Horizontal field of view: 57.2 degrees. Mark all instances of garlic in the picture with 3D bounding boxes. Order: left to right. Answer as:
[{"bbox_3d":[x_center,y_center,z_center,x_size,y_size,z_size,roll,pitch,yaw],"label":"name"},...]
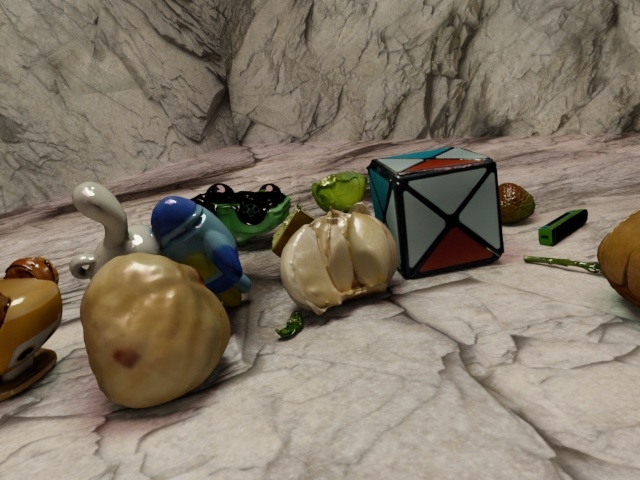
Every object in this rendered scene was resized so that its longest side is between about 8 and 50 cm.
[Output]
[{"bbox_3d":[0.032,0.031,1.243,0.281,0.203,0.184,-17,1,-18],"label":"garlic"}]

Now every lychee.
[{"bbox_3d":[0.518,-0.103,1.609,0.146,0.114,0.114,11,13,-15],"label":"lychee"}]

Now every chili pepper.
[{"bbox_3d":[-0.056,0.165,1.134,0.030,0.034,0.091,-36,3,30],"label":"chili pepper"}]

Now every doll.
[{"bbox_3d":[-0.301,0.032,1.164,0.365,0.187,0.376,-5,-25,-24],"label":"doll"}]

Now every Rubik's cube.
[{"bbox_3d":[0.267,-0.075,1.399,0.249,0.249,0.246,-10,17,-7],"label":"Rubik's cube"}]

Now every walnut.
[{"bbox_3d":[0.598,0.038,1.017,0.203,0.203,0.298,-9,7,-7],"label":"walnut"}]

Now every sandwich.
[{"bbox_3d":[0.004,0.020,1.418,0.235,0.128,0.122,34,9,-16],"label":"sandwich"}]

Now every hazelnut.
[{"bbox_3d":[-0.282,0.157,0.983,0.241,0.261,0.261,-35,11,16],"label":"hazelnut"}]

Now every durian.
[{"bbox_3d":[0.059,-0.153,1.900,0.250,0.139,0.101,-21,17,-40],"label":"durian"}]

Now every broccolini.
[{"bbox_3d":[0.536,0.053,1.252,0.218,0.042,0.044,4,-7,43],"label":"broccolini"}]

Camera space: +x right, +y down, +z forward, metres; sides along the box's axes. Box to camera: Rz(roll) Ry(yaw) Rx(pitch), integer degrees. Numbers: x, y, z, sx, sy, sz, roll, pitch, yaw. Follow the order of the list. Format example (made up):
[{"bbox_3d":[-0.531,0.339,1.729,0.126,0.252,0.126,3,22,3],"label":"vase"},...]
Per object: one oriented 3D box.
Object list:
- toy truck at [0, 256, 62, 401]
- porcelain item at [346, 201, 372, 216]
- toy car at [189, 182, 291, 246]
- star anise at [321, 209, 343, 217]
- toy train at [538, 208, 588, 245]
[{"bbox_3d":[-0.604,0.160,1.056,0.287,0.212,0.204,-6,18,14],"label":"toy truck"},{"bbox_3d":[0.104,-0.033,1.431,0.054,0.084,0.213,22,-4,14],"label":"porcelain item"},{"bbox_3d":[-0.268,-0.065,1.711,0.358,0.177,0.213,0,19,11],"label":"toy car"},{"bbox_3d":[0.000,0.000,1.645,0.148,0.218,0.227,-56,0,-30],"label":"star anise"},{"bbox_3d":[0.613,-0.039,1.483,0.042,0.044,0.209,9,23,45],"label":"toy train"}]
